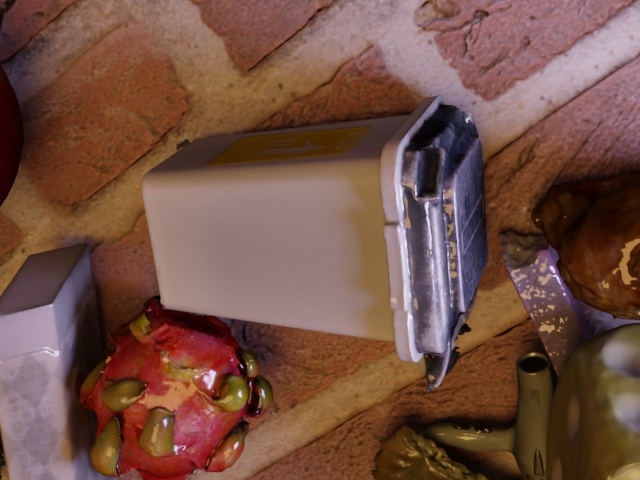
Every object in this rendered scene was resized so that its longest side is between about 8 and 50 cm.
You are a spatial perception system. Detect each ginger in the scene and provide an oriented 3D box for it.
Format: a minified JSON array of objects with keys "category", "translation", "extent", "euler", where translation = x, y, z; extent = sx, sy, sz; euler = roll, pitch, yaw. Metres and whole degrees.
[{"category":"ginger","translation":[0.447,0.018,1.102],"extent":[0.418,0.254,0.176],"euler":[8,108,4]}]

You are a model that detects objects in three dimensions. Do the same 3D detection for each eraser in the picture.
[{"category":"eraser","translation":[-0.349,0.224,1.361],"extent":[0.082,0.213,0.397],"euler":[1,115,3]}]

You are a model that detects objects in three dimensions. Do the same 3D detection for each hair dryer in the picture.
[{"category":"hair dryer","translation":[0.233,0.220,1.308],"extent":[0.225,0.088,0.219],"euler":[19,130,12]}]

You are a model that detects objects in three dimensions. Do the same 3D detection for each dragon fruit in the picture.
[{"category":"dragon fruit","translation":[-0.191,0.211,1.339],"extent":[0.227,0.307,0.243],"euler":[37,83,6]}]

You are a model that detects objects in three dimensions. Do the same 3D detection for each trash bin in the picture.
[{"category":"trash bin","translation":[0.000,0.000,1.197],"extent":[0.367,0.256,0.296],"euler":[1,114,19]}]

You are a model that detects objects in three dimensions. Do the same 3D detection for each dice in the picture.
[{"category":"dice","translation":[0.384,0.242,1.116],"extent":[0.238,0.227,0.233],"euler":[6,128,2]}]

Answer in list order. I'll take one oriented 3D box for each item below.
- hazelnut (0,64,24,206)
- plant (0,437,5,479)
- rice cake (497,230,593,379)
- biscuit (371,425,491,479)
[{"category":"hazelnut","translation":[-0.564,-0.148,1.185],"extent":[0.421,0.353,0.421],"euler":[32,158,15]},{"category":"plant","translation":[-0.572,0.318,1.512],"extent":[0.194,0.132,0.129],"euler":[28,118,5]},{"category":"rice cake","translation":[0.325,0.160,1.275],"extent":[0.064,0.070,0.399],"euler":[-23,107,17]},{"category":"biscuit","translation":[0.183,0.367,1.390],"extent":[0.273,0.036,0.187],"euler":[28,133,-2]}]
